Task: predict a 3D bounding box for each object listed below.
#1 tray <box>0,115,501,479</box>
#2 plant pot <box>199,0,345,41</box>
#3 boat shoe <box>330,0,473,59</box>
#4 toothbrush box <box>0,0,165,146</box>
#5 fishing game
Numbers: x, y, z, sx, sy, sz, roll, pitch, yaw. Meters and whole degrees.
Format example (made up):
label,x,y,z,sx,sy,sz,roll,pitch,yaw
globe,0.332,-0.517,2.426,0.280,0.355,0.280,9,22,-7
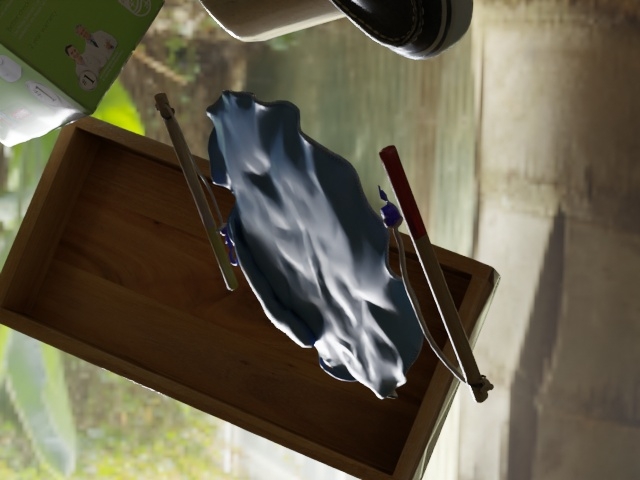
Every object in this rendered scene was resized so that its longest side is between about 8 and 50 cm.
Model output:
label,x,y,z,sx,sy,sz,roll,pitch,yaw
tray,-0.072,0.050,1.187,0.411,0.202,0.076,21,176,16
plant pot,0.020,-0.348,1.298,0.305,0.333,0.334,-19,175,20
boat shoe,-0.018,-0.140,0.538,0.065,0.183,0.083,-32,-176,47
toothbrush box,-0.299,-0.213,1.078,0.283,0.122,0.206,36,159,-23
fishing game,0.000,0.000,0.731,0.041,0.189,0.264,-31,-159,-23
